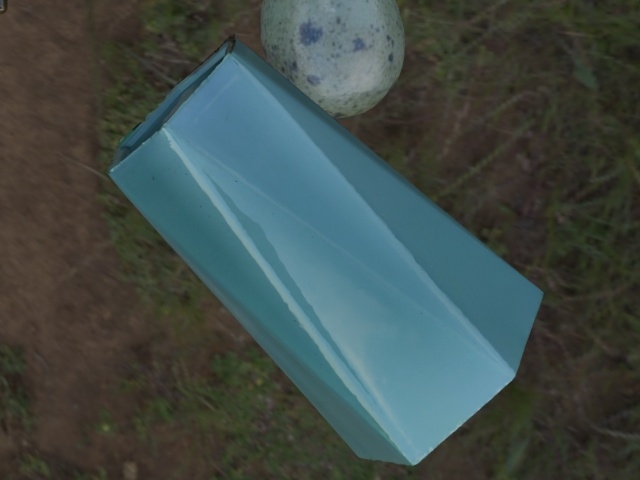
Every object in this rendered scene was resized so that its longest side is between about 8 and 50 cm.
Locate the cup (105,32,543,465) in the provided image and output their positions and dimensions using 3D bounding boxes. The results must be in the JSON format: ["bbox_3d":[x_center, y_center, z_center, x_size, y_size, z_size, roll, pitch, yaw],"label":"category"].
[{"bbox_3d":[0.000,0.000,0.820,0.148,0.134,0.236,-42,105,7],"label":"cup"}]

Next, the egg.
[{"bbox_3d":[0.009,-0.208,1.409,0.141,0.141,0.182,-20,109,-21],"label":"egg"}]

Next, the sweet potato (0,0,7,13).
[{"bbox_3d":[-0.374,-0.093,0.973,0.346,0.108,0.079,-8,130,13],"label":"sweet potato"}]
